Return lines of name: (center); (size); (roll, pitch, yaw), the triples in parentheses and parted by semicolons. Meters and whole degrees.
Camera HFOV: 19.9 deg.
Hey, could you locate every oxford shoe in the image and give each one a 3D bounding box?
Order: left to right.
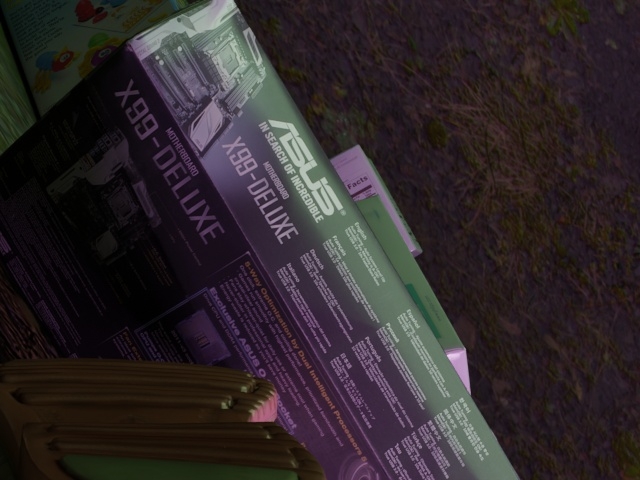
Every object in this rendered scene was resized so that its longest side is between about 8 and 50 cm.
oxford shoe: (-0.086, 0.134, 0.795); (0.397, 0.141, 0.146); (-141, -127, -82)

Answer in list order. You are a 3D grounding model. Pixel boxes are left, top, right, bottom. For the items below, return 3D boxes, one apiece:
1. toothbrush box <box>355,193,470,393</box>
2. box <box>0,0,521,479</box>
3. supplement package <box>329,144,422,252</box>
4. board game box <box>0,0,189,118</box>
toothbrush box: (0.038, 0.148, 1.464); (0.216, 0.126, 0.295); (-117, -168, -53)
box: (-0.054, 0.049, 1.008); (0.307, 0.076, 0.242); (59, -36, 0)
supplement package: (0.000, 0.000, 2.230); (0.145, 0.204, 0.262); (61, 4, 4)
board game box: (-0.169, -0.150, 1.586); (0.142, 0.144, 0.275); (57, 5, -44)
